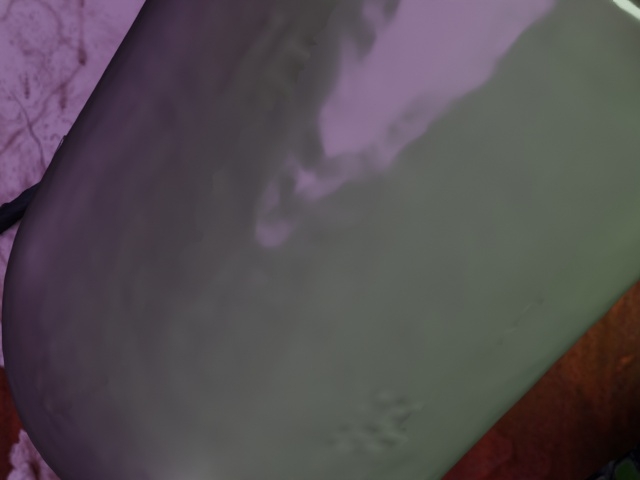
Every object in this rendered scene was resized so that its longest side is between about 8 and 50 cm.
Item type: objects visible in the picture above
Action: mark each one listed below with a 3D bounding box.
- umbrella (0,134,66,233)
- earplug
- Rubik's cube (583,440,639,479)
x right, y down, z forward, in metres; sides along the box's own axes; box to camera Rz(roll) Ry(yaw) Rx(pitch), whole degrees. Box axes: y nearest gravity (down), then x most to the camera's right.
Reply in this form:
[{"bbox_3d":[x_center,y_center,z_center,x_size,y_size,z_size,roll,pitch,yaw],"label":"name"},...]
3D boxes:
[{"bbox_3d":[-0.244,-0.042,0.676,0.269,0.044,0.044,-29,59,15],"label":"umbrella"},{"bbox_3d":[0.000,0.000,0.481,0.313,0.313,0.394,38,106,7],"label":"earplug"},{"bbox_3d":[0.300,0.215,0.455,0.264,0.319,0.318,-16,94,42],"label":"Rubik's cube"}]
